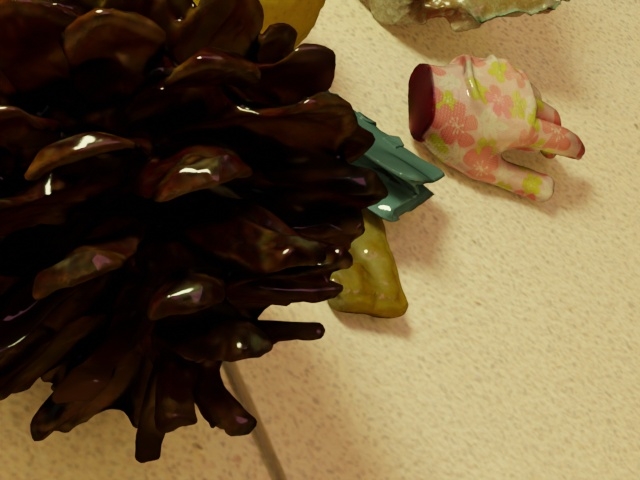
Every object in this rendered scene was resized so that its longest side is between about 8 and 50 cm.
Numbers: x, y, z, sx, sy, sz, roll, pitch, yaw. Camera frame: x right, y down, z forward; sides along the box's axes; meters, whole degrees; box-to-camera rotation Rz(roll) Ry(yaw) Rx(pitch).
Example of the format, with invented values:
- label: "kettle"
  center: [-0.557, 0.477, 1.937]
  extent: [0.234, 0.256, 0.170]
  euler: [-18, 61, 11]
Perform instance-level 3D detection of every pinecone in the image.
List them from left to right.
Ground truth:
- label: "pinecone"
  center: [-0.141, -0.014, 1.078]
  extent: [0.398, 0.397, 0.397]
  euler: [20, 44, -20]

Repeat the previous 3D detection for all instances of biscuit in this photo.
- label: "biscuit"
  center: [0.000, 0.000, 1.421]
  extent: [0.174, 0.039, 0.183]
  euler: [6, 49, -33]

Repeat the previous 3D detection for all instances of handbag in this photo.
- label: "handbag"
  center: [0.024, -0.113, 1.504]
  extent: [0.221, 0.057, 0.144]
  euler: [35, 22, 10]

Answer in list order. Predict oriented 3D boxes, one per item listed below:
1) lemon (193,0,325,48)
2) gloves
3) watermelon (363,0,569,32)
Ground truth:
- label: "lemon"
  center: [-0.105, -0.279, 1.480]
  extent: [0.260, 0.204, 0.204]
  euler: [-3, 55, -35]
- label: "gloves"
  center: [0.221, -0.139, 1.650]
  extent: [0.241, 0.126, 0.145]
  euler: [6, 45, -22]
- label: "watermelon"
  center: [0.141, -0.397, 1.737]
  extent: [0.264, 0.151, 0.302]
  euler: [-21, 102, -17]
